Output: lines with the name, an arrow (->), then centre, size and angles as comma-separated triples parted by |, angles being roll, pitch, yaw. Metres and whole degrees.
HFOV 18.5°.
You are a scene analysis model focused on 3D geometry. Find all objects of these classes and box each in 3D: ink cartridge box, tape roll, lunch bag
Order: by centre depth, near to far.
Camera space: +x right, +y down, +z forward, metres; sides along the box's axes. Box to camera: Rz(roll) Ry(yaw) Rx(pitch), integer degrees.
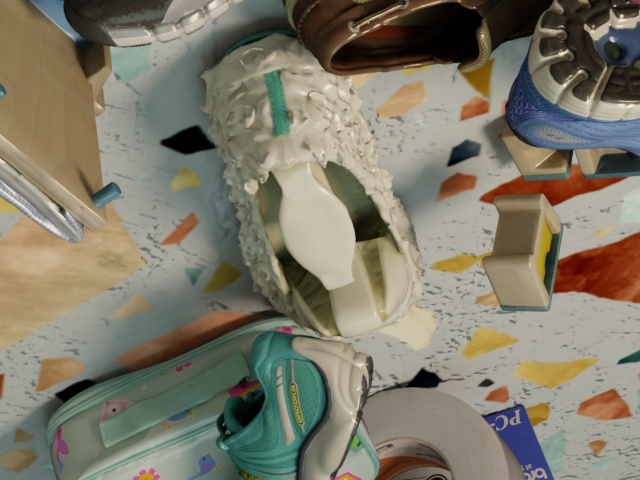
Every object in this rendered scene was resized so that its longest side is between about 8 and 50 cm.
lunch bag -> -0.093, 0.183, 1.760 | 0.279, 0.108, 0.224 | -24, 139, 2
tape roll -> 0.083, 0.251, 1.843 | 0.219, 0.219, 0.072 | -26, 144, 9
ink cartridge box -> 0.123, 0.245, 1.960 | 0.207, 0.097, 0.046 | -18, 145, -2

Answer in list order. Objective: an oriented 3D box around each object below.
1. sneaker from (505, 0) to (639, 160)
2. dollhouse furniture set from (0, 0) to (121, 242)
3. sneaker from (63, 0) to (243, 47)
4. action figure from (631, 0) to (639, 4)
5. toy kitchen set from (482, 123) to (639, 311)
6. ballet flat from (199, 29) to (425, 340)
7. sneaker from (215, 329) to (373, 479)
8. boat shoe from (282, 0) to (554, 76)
sneaker -> 0.275, -0.141, 1.455 | 0.330, 0.130, 0.147 | -12, 164, -24
dollhouse furniture set -> -0.268, -0.059, 1.194 | 0.198, 0.286, 0.303 | -33, 132, 18
sneaker -> -0.065, -0.216, 1.275 | 0.228, 0.086, 0.132 | -21, 141, -17
action figure -> 0.215, -0.244, 1.223 | 0.248, 0.276, 0.370 | -41, 126, 18
toy kitchen set -> 0.253, -0.018, 1.563 | 0.207, 0.166, 0.122 | -2, 148, 25
ballet flat -> 0.000, 0.000, 1.543 | 0.147, 0.147, 0.409 | -22, 146, 3
sneaker -> -0.035, 0.169, 1.635 | 0.110, 0.107, 0.275 | 20, 134, 1
boat shoe -> 0.104, -0.158, 1.411 | 0.257, 0.095, 0.095 | -9, 144, -16
